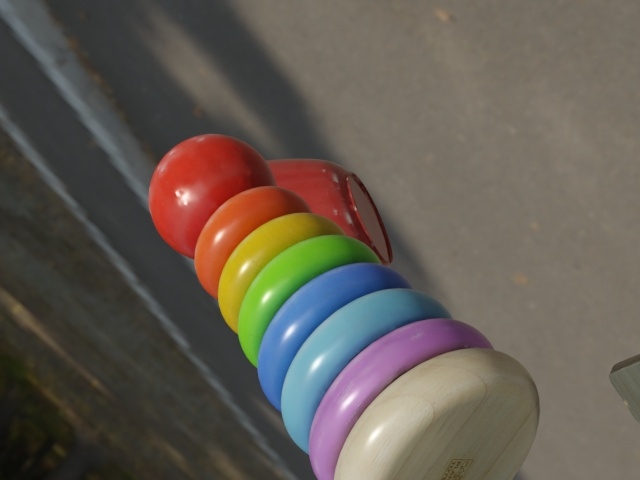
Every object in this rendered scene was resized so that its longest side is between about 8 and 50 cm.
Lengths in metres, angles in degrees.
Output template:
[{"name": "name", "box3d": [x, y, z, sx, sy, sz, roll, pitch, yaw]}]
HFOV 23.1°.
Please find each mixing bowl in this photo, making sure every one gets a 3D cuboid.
[{"name": "mixing bowl", "box3d": [0.000, 0.000, 1.335, 0.181, 0.098, 0.181, 61, -167, -25]}]

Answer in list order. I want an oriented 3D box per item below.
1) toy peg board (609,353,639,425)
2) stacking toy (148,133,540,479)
[{"name": "toy peg board", "box3d": [0.334, 0.119, 1.187, 0.161, 0.079, 0.161, -27, 102, 33]}, {"name": "stacking toy", "box3d": [-0.011, 0.043, 1.009, 0.330, 0.141, 0.141, 45, 171, 40]}]
